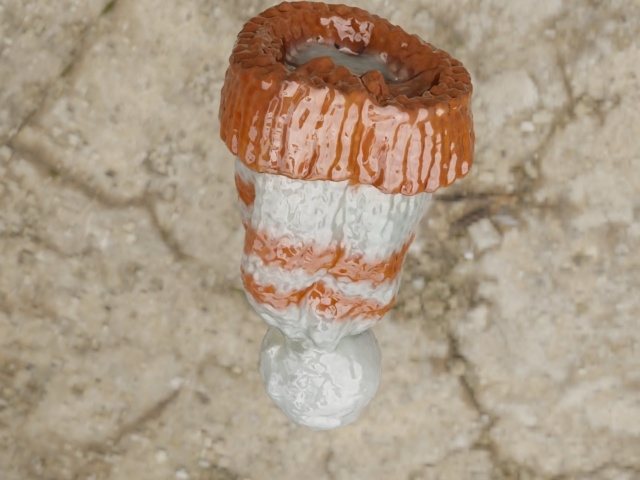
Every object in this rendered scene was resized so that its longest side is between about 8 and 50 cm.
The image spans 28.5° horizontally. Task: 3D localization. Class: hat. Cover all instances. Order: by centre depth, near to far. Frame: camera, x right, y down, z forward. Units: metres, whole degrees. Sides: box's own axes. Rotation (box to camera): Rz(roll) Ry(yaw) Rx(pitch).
[{"bbox_3d":[0.000,0.000,0.476,0.093,0.112,0.162,14,118,1],"label":"hat"}]
